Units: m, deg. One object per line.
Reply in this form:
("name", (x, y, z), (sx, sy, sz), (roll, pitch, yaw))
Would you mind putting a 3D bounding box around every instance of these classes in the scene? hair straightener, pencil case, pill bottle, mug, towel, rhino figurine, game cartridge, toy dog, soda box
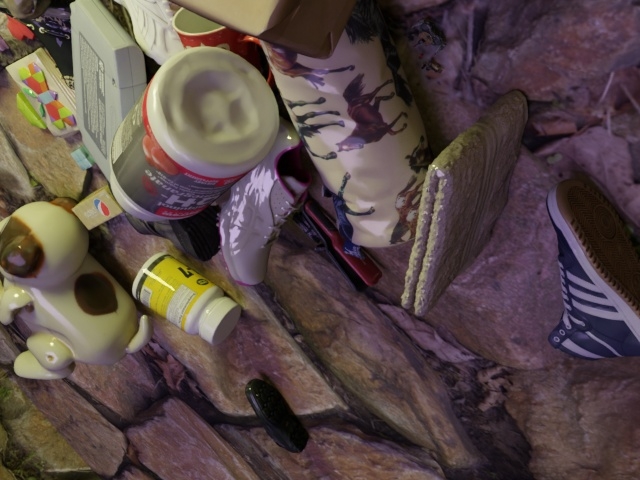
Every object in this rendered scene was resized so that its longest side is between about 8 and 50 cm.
("hair straightener", (0.000, 0.000, 1.434), (0.230, 0.047, 0.089), (45, 145, -2))
("pencil case", (0.029, -0.177, 1.122), (0.183, 0.160, 0.410), (-7, 124, 30))
("pill bottle", (-0.198, -0.131, 1.209), (0.176, 0.176, 0.318), (48, 150, -8))
("pill bottle", (-0.277, 0.123, 1.773), (0.208, 0.119, 0.119), (31, 144, 16))
("mug", (-0.129, -0.249, 1.232), (0.150, 0.113, 0.169), (51, 162, 45))
("towel", (0.184, -0.038, 1.095), (0.049, 0.187, 0.282), (31, 144, 23))
("rhino figurine", (-0.502, -0.452, 1.377), (0.243, 0.106, 0.073), (50, -168, 23))
("game cartridge", (-0.343, -0.232, 1.386), (0.196, 0.060, 0.294), (55, 149, 32))
("toy dog", (-0.600, 0.103, 1.933), (0.395, 0.284, 0.408), (13, 133, 35))
("soda box", (-0.451, -0.078, 1.782), (0.181, 0.058, 0.061), (-18, 114, 51))

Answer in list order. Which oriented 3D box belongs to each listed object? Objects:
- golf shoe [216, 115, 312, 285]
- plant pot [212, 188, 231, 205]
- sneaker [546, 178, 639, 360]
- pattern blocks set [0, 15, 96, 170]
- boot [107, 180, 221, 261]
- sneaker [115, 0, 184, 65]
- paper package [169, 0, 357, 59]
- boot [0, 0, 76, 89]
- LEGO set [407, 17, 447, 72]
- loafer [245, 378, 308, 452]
("golf shoe", (-0.088, -0.056, 1.362), (0.140, 0.115, 0.306), (12, 118, 19))
("plant pot", (-0.186, -0.117, 1.449), (0.109, 0.096, 0.109), (6, 131, 40))
("sneaker", (0.341, 0.053, 1.115), (0.282, 0.099, 0.153), (50, 143, -15))
("pattern blocks set", (-0.531, -0.286, 1.668), (0.325, 0.026, 0.285), (49, 145, -10))
("boot", (-0.320, -0.110, 1.574), (0.223, 0.118, 0.338), (20, 138, 33))
("sneaker", (-0.235, -0.352, 1.259), (0.232, 0.090, 0.115), (51, 141, -14))
("paper package", (-0.091, -0.392, 0.890), (0.325, 0.168, 0.309), (30, 104, 20))
("boot", (-0.478, -0.357, 1.487), (0.236, 0.085, 0.178), (17, 140, 27))
("LEGO set", (0.137, -0.249, 1.067), (0.054, 0.023, 0.083), (33, 157, 17))
("loafer", (-0.112, 0.405, 1.947), (0.078, 0.076, 0.223), (-10, 124, 40))
